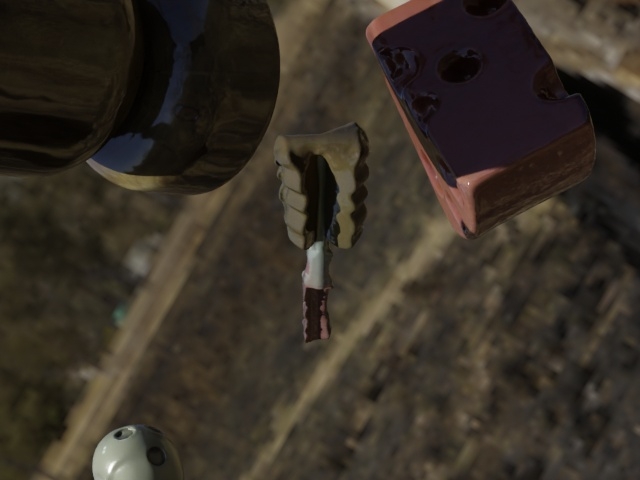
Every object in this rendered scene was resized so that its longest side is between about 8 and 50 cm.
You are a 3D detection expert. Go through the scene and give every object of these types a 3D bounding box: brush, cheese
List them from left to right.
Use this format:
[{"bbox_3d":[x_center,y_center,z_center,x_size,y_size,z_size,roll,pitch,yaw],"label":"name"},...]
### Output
[{"bbox_3d":[0.000,0.000,1.825,0.301,0.084,0.071,91,173,-53],"label":"brush"},{"bbox_3d":[0.145,-0.095,1.597,0.128,0.203,0.177,-26,21,-4],"label":"cheese"}]

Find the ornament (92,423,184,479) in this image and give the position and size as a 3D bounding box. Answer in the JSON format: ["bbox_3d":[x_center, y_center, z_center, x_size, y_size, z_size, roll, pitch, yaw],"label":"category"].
[{"bbox_3d":[-0.138,0.221,1.578,0.075,0.081,0.156,-29,67,40],"label":"ornament"}]

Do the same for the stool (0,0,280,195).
[{"bbox_3d":[-0.182,-0.128,1.386,0.179,0.264,0.179,-4,84,45],"label":"stool"}]
